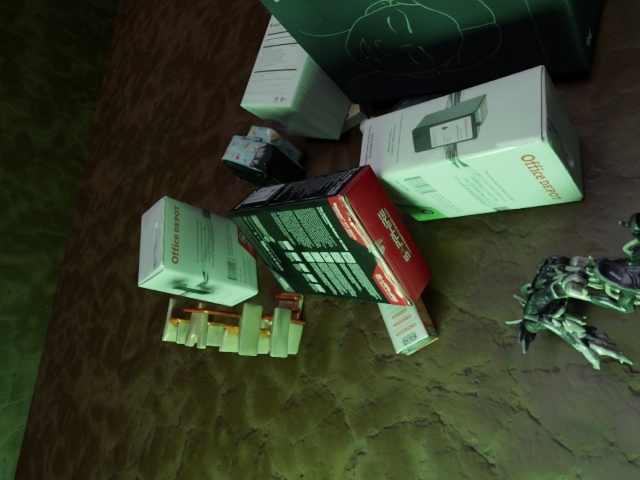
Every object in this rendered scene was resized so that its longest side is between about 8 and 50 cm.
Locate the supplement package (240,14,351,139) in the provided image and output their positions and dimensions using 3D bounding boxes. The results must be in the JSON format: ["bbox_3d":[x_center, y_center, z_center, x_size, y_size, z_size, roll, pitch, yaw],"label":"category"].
[{"bbox_3d":[-0.026,-0.407,1.046,0.175,0.177,0.293,16,86,42],"label":"supplement package"}]

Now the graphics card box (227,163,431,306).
[{"bbox_3d":[0.000,0.000,0.848,0.371,0.233,0.094,-4,37,52],"label":"graphics card box"}]

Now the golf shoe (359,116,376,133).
[{"bbox_3d":[0.142,-0.210,0.955,0.176,0.069,0.086,24,97,46],"label":"golf shoe"}]

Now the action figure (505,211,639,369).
[{"bbox_3d":[0.351,0.077,0.581,0.141,0.276,0.164,32,69,9],"label":"action figure"}]

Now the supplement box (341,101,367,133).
[{"bbox_3d":[0.061,-0.302,1.082,0.098,0.036,0.062,-24,60,34],"label":"supplement box"}]

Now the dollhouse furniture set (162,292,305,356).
[{"bbox_3d":[-0.157,0.161,0.952,0.262,0.259,0.135,-4,74,42],"label":"dollhouse furniture set"}]

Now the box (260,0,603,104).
[{"bbox_3d":[0.156,-0.497,0.729,0.471,0.480,0.297,9,74,41],"label":"box"}]

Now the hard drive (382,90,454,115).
[{"bbox_3d":[0.194,-0.270,0.902,0.094,0.022,0.135,8,42,43],"label":"hard drive"}]

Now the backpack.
[{"bbox_3d":[-0.149,-0.207,1.151,0.188,0.166,0.144,12,80,41],"label":"backpack"}]

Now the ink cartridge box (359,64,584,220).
[{"bbox_3d":[0.241,-0.132,0.730,0.289,0.211,0.122,-6,69,40],"label":"ink cartridge box"}]

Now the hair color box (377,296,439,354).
[{"bbox_3d":[0.152,0.129,0.829,0.072,0.043,0.141,-37,51,27],"label":"hair color box"}]

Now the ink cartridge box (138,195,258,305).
[{"bbox_3d":[-0.298,0.034,1.121,0.114,0.273,0.197,-28,56,32],"label":"ink cartridge box"}]
